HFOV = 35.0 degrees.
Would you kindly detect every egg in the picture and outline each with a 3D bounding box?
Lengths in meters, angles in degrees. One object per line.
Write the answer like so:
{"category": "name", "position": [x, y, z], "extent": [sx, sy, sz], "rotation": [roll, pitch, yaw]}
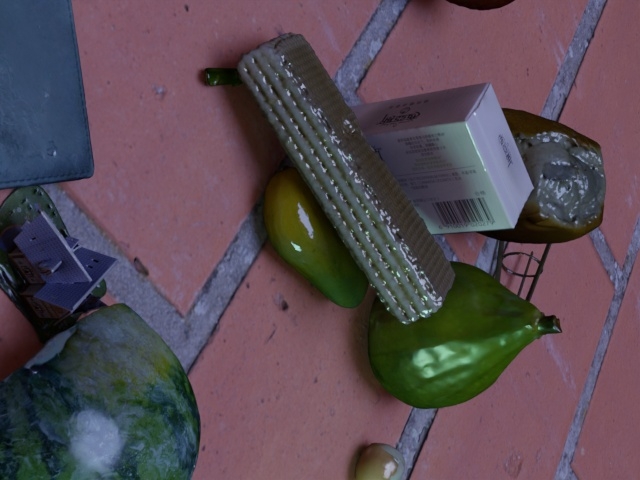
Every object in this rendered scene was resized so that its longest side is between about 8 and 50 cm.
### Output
{"category": "egg", "position": [0.089, 0.349, 1.546], "extent": [0.083, 0.071, 0.071], "rotation": [-51, 126, -36]}

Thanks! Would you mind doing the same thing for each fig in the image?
{"category": "fig", "position": [0.216, 0.126, 1.553], "extent": [0.233, 0.314, 0.233], "rotation": [41, 30, -30]}

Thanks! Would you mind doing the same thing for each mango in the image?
{"category": "mango", "position": [0.001, -0.007, 1.446], "extent": [0.237, 0.091, 0.137], "rotation": [47, 50, -42]}

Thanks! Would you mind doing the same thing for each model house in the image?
{"category": "model house", "position": [-0.277, 0.025, 1.095], "extent": [0.117, 0.088, 0.167], "rotation": [-51, 125, -39]}

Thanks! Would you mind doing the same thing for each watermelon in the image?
{"category": "watermelon", "position": [-0.259, 0.219, 1.046], "extent": [0.305, 0.180, 0.224], "rotation": [-44, 105, -40]}

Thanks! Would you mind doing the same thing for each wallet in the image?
{"category": "wallet", "position": [-0.362, -0.170, 1.033], "extent": [0.290, 0.054, 0.251], "rotation": [-12, 100, -54]}

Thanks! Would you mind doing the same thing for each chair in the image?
{"category": "chair", "position": [0.370, 0.082, 1.901], "extent": [0.095, 0.104, 0.221], "rotation": [68, 37, -47]}

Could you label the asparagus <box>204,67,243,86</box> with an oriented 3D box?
{"category": "asparagus", "position": [-0.120, -0.219, 1.363], "extent": [0.108, 0.021, 0.025], "rotation": [-13, 102, -51]}

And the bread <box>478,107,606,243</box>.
{"category": "bread", "position": [0.340, -0.108, 1.742], "extent": [0.250, 0.279, 0.225], "rotation": [8, 95, -50]}

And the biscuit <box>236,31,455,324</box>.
{"category": "biscuit", "position": [0.040, -0.090, 1.386], "extent": [0.426, 0.078, 0.144], "rotation": [57, 24, -7]}

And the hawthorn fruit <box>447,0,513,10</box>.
{"category": "hawthorn fruit", "position": [0.250, -0.518, 1.664], "extent": [0.300, 0.275, 0.275], "rotation": [-8, 94, -37]}

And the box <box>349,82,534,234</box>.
{"category": "box", "position": [0.159, -0.111, 1.512], "extent": [0.111, 0.260, 0.194], "rotation": [-54, 128, -37]}
